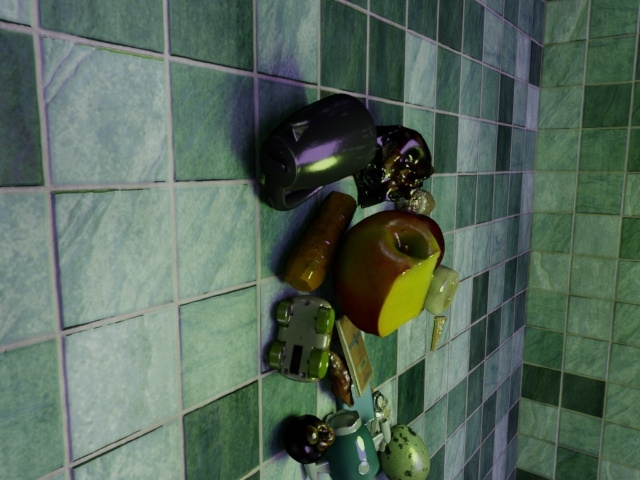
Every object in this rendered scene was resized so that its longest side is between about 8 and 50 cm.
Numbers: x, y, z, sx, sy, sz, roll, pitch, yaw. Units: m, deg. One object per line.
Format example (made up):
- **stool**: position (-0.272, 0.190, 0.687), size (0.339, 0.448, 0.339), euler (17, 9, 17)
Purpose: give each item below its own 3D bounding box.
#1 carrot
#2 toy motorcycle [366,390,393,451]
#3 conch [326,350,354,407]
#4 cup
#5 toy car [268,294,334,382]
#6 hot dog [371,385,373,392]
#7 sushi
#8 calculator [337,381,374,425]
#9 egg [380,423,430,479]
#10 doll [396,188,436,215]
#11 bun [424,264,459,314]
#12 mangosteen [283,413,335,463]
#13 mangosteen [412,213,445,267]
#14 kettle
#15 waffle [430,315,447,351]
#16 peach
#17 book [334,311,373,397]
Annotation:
- **carrot**: position (0.000, 0.000, 1.398), size (0.114, 0.114, 0.302), euler (59, 47, -40)
- **toy motorcycle**: position (0.209, 0.631, 1.807), size (0.151, 0.074, 0.229), euler (0, 92, -57)
- **conch**: position (0.064, 0.410, 1.542), size (0.233, 0.080, 0.086), euler (64, 29, -9)
- **cup**: position (0.084, 0.616, 1.564), size (0.299, 0.167, 0.173), euler (-17, 101, -25)
- **toy car**: position (-0.027, 0.264, 1.399), size (0.235, 0.145, 0.235), euler (8, 90, -72)
- **hot dog**: position (0.133, 0.483, 1.712), size (0.133, 0.041, 0.056), euler (54, 53, -33)
- **sushi**: position (0.237, -0.236, 1.594), size (0.215, 0.212, 0.227), euler (-36, 122, -44)
- **calculator**: position (0.114, 0.524, 1.657), size (0.121, 0.039, 0.211), euler (-19, 112, -25)
- **egg**: position (0.305, 0.782, 1.875), size (0.177, 0.176, 0.228), euler (-8, 86, -53)
- **doll**: position (0.354, -0.133, 1.864), size (0.221, 0.114, 0.105), euler (13, 75, -60)
- **bun**: position (0.455, 0.190, 2.031), size (0.178, 0.127, 0.193), euler (1, 106, -53)
- **mangosteen**: position (-0.025, 0.540, 1.409), size (0.137, 0.151, 0.137), euler (27, 48, -36)
- **mangosteen**: position (0.287, 0.018, 1.730), size (0.257, 0.215, 0.215), euler (-3, 99, -22)
- **kettle**: position (-0.027, -0.198, 1.278), size (0.290, 0.207, 0.269), euler (-35, 150, -39)
- **waffle**: position (0.509, 0.401, 2.216), size (0.097, 0.023, 0.153), euler (14, 83, -53)
- **peach**: position (0.152, 0.096, 1.456), size (0.242, 0.306, 0.381), euler (-21, 144, -20)
- **book**: position (0.106, 0.330, 1.572), size (0.170, 0.018, 0.242), euler (-31, 105, -68)
